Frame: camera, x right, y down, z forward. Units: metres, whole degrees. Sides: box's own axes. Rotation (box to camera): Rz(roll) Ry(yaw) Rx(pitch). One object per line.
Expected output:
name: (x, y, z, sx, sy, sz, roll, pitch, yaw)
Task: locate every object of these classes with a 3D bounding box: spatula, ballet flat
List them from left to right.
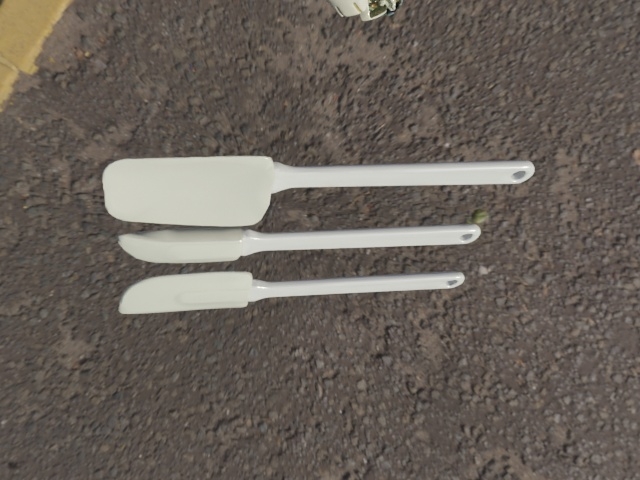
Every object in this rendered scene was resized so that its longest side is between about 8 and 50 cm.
spatula: (0.000, 0.000, 0.402, 0.242, 0.168, 0.019, -2, 54, -15)
ballet flat: (0.040, -0.262, 0.688, 0.070, 0.188, 0.070, 9, 108, 29)
